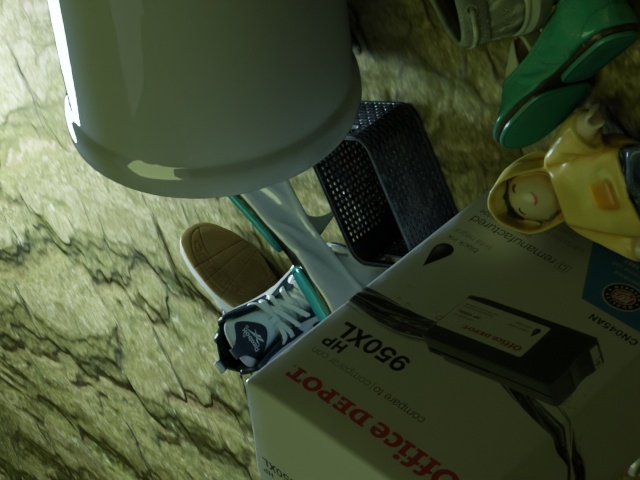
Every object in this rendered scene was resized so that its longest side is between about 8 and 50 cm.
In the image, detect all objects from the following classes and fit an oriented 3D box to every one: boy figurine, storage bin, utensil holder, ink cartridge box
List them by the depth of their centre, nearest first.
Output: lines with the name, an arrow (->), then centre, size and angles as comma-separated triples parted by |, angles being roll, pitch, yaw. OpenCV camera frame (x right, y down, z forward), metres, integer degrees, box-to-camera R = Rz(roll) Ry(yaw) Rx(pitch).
boy figurine -> 0.277, -0.055, 1.609 | 0.285, 0.092, 0.177 | 7, 130, 49
ink cartridge box -> 0.162, 0.152, 1.683 | 0.285, 0.395, 0.166 | 31, 145, 35
utensil holder -> -0.132, -0.293, 1.709 | 0.328, 0.327, 0.385 | 31, 143, 35
storage bin -> 0.072, -0.063, 1.907 | 0.122, 0.084, 0.180 | 8, 129, 52

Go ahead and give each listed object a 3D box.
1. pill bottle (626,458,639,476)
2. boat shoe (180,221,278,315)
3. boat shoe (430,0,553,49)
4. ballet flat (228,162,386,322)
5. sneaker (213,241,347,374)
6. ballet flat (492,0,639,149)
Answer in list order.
pill bottle -> 0.336, 0.227, 1.876 | 0.083, 0.043, 0.043 | 38, 148, 25
boat shoe -> -0.097, 0.092, 2.313 | 0.277, 0.098, 0.096 | 44, 149, 14
boat shoe -> 0.094, -0.311, 1.548 | 0.320, 0.103, 0.118 | 58, 155, 21
ballet flat -> 0.000, 0.000, 2.033 | 0.400, 0.139, 0.139 | 54, 152, 1
sneaker -> -0.054, 0.101, 2.133 | 0.235, 0.153, 0.094 | -32, 95, 33
ballet flat -> 0.226, -0.176, 1.579 | 0.247, 0.083, 0.087 | 128, 128, -60
